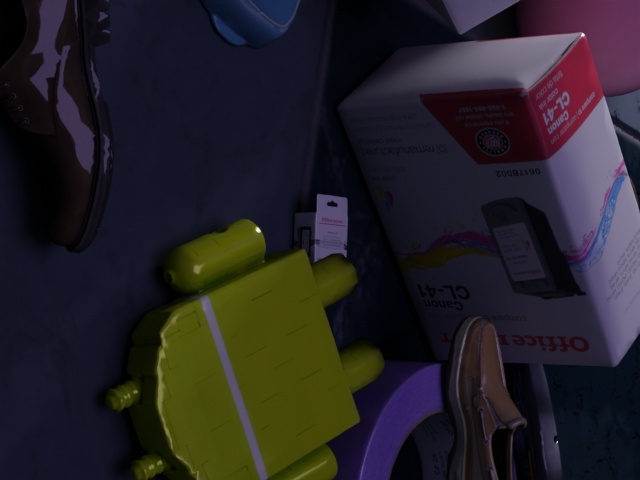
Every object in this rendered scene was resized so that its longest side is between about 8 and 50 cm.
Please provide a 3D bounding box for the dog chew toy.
[{"bbox_3d":[0.276,-0.321,1.623,0.332,0.206,0.207,57,48,-23],"label":"dog chew toy"}]

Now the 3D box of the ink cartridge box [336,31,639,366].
[{"bbox_3d":[0.179,-0.035,1.466,0.131,0.226,0.306,-44,122,-41],"label":"ink cartridge box"}]

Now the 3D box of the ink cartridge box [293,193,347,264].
[{"bbox_3d":[0.000,0.000,1.398,0.048,0.028,0.083,6,85,-51],"label":"ink cartridge box"}]

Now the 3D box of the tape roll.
[{"bbox_3d":[0.082,0.254,1.449,0.274,0.090,0.275,2,88,-50],"label":"tape roll"}]

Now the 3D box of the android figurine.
[{"bbox_3d":[-0.062,0.114,1.276,0.272,0.056,0.248,-28,104,-39],"label":"android figurine"}]

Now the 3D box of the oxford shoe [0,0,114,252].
[{"bbox_3d":[-0.208,-0.101,1.118,0.096,0.083,0.227,-8,98,-28],"label":"oxford shoe"}]

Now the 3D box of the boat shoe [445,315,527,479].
[{"bbox_3d":[0.164,0.167,1.424,0.068,0.072,0.190,-2,91,-51],"label":"boat shoe"}]

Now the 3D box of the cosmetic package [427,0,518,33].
[{"bbox_3d":[0.230,-0.369,1.408,0.365,0.197,0.155,-31,121,0],"label":"cosmetic package"}]

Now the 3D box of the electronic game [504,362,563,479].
[{"bbox_3d":[0.218,0.213,1.571,0.229,0.048,0.229,-8,90,-88],"label":"electronic game"}]

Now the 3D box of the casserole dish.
[{"bbox_3d":[-0.047,-0.261,1.338,0.114,0.037,0.188,37,61,-45],"label":"casserole dish"}]

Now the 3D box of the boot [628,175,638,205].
[{"bbox_3d":[0.287,-0.062,1.734,0.219,0.082,0.106,44,71,-36],"label":"boot"}]
